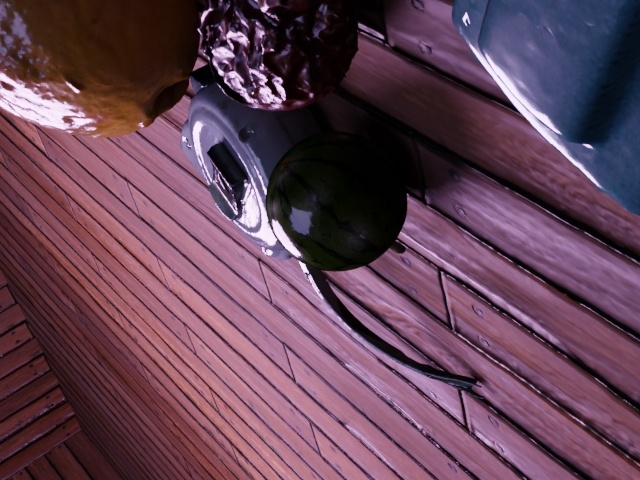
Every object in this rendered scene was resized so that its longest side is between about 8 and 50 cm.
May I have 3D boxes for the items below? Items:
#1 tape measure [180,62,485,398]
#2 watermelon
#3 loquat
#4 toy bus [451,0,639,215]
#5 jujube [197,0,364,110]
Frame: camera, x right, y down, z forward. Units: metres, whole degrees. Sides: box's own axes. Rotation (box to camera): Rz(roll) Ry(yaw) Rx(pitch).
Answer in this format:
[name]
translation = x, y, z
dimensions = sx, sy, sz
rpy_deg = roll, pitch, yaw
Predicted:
[tape measure]
translation = -0.001, 0.001, 0.935
dimensions = 0.330, 0.084, 0.164
rpy_deg = 52, 164, 20
[watermelon]
translation = 0.015, -0.023, 0.843
dimensions = 0.109, 0.109, 0.109
rpy_deg = 47, 158, 26
[loquat]
translation = -0.205, -0.185, 0.955
dimensions = 0.238, 0.193, 0.238
rpy_deg = 48, 178, 2
[toy bus]
translation = 0.129, -0.124, 0.354
dimensions = 0.128, 0.147, 0.256
rpy_deg = 51, 159, 21
[jujube]
translation = -0.016, -0.146, 0.742
dimensions = 0.104, 0.104, 0.166
rpy_deg = 53, 152, 13
